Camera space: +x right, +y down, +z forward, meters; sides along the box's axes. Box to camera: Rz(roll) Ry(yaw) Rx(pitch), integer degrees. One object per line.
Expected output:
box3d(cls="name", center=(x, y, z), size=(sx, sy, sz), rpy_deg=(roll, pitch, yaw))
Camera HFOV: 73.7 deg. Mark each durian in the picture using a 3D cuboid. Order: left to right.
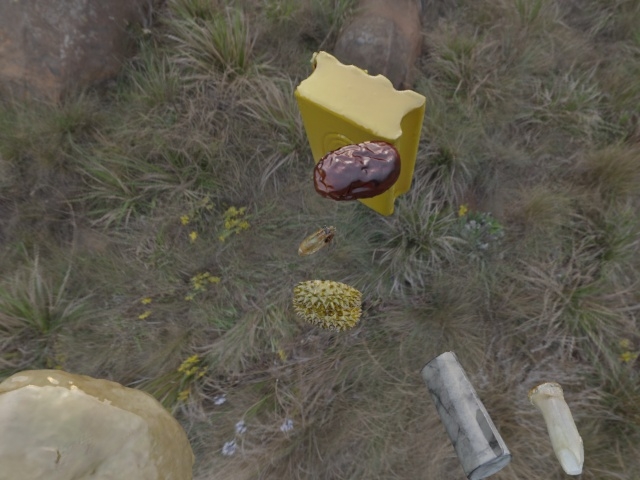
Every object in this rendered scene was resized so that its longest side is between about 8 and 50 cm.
box3d(cls="durian", center=(0.024, 0.205, 1.308), size=(0.250, 0.183, 0.137), rpy_deg=(22, 71, -21))

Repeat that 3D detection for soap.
box3d(cls="soap", center=(0.073, -0.176, 0.791), size=(0.204, 0.324, 0.096), rpy_deg=(32, 79, 17))

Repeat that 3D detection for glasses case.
box3d(cls="glasses case", center=(0.345, 0.417, 1.052), size=(0.114, 0.299, 0.060), rpy_deg=(-43, 120, 16))

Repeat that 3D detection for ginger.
box3d(cls="ginger", center=(-0.235, 0.212, 0.422), size=(0.267, 0.138, 0.152), rpy_deg=(40, 47, -8))

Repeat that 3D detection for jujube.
box3d(cls="jujube", center=(0.048, -0.089, 0.563), size=(0.129, 0.077, 0.077), rpy_deg=(-20, 74, -32))

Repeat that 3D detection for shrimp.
box3d(cls="shrimp", center=(0.001, 0.003, 1.700), size=(0.133, 0.236, 0.053), rpy_deg=(6, 55, -37))

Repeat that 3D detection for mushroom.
box3d(cls="mushroom", center=(0.561, 0.436, 1.011), size=(0.084, 0.071, 0.209), rpy_deg=(-13, 35, 14))
